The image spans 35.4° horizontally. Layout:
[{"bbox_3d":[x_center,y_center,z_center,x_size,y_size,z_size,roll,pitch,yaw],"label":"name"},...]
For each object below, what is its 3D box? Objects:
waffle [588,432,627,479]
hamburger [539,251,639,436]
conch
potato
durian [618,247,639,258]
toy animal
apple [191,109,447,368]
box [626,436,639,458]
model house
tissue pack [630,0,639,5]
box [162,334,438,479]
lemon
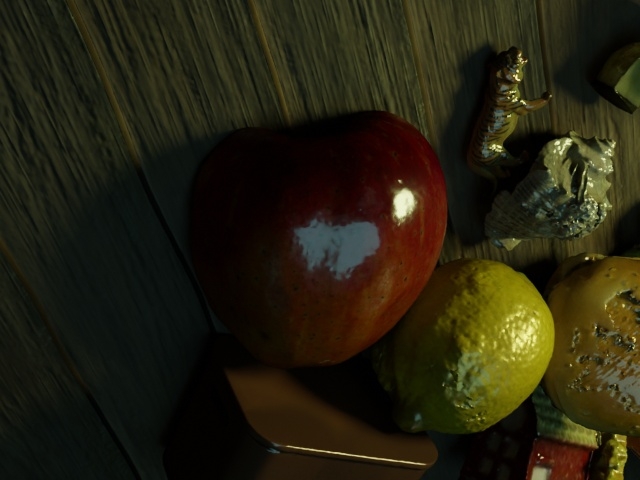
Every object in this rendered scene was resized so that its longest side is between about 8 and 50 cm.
[{"bbox_3d":[0.526,0.400,1.869,0.057,0.229,0.219,10,117,0],"label":"waffle"},{"bbox_3d":[0.501,0.170,1.616,0.305,0.174,0.284,7,93,1],"label":"hamburger"},{"bbox_3d":[0.345,-0.068,1.518,0.178,0.163,0.245,28,122,-35],"label":"conch"},{"bbox_3d":[0.461,-0.257,1.495,0.103,0.066,0.096,-51,143,5],"label":"potato"},{"bbox_3d":[0.524,0.115,1.755,0.139,0.101,0.250,37,104,0],"label":"durian"},{"bbox_3d":[0.264,-0.168,1.465,0.099,0.057,0.241,4,121,-22],"label":"toy animal"},{"bbox_3d":[0.000,0.000,1.398,0.329,0.295,0.365,15,118,8],"label":"apple"},{"bbox_3d":[0.817,0.461,2.050,0.341,0.225,0.143,22,111,-36],"label":"box"},{"bbox_3d":[0.386,0.352,1.806,0.196,0.160,0.254,22,81,-36],"label":"model house"},{"bbox_3d":[0.395,-0.420,1.274,0.124,0.185,0.225,-42,130,0],"label":"tissue pack"},{"bbox_3d":[-0.038,0.322,1.514,0.339,0.239,0.229,14,116,-33],"label":"box"},{"bbox_3d":[0.216,0.163,1.524,0.320,0.245,0.245,-44,133,-22],"label":"lemon"}]
